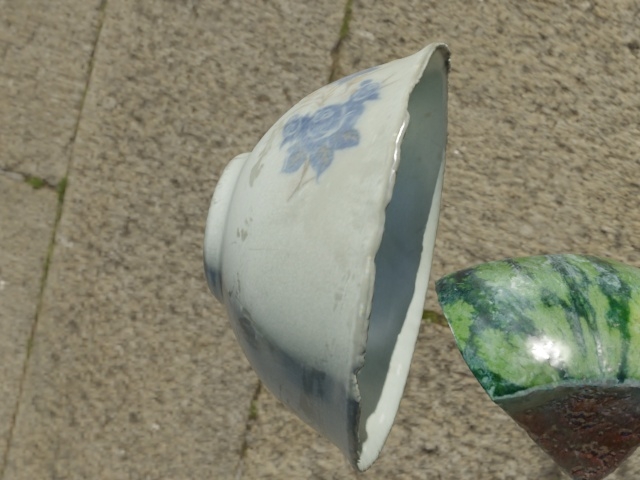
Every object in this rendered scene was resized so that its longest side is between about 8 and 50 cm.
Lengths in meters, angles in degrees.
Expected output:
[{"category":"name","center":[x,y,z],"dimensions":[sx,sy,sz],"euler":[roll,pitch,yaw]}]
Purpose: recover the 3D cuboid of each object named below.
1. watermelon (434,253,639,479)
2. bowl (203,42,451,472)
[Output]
[{"category":"watermelon","center":[0.256,0.135,1.004],"dimensions":[0.213,0.262,0.201],"euler":[-94,8,-59]},{"category":"bowl","center":[0.000,0.000,0.677],"dimensions":[0.146,0.313,0.313],"euler":[11,91,13]}]
